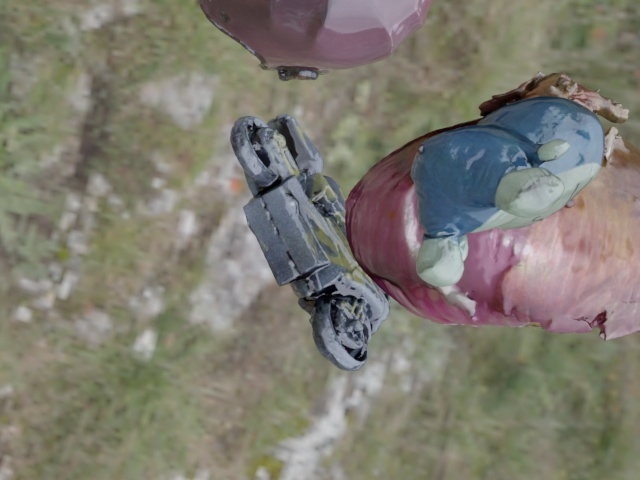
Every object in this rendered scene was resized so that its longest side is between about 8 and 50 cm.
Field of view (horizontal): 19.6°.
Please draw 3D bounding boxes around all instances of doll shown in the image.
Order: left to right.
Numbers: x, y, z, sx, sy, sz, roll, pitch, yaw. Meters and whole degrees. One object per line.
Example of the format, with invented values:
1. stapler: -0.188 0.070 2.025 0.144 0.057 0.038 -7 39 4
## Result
1. doll: 0.073 -0.026 0.698 0.083 0.076 0.050 -24 80 -46

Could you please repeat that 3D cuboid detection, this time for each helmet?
1. helmet: 0.029 -0.303 1.957 0.338 0.197 0.271 27 75 -57

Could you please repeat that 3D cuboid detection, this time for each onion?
1. onion: 0.130 -0.025 1.163 0.230 0.230 0.163 -14 112 -48

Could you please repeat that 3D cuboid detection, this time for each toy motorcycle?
1. toy motorcycle: 0.000 0.000 1.276 0.124 0.061 0.193 2 61 -64
